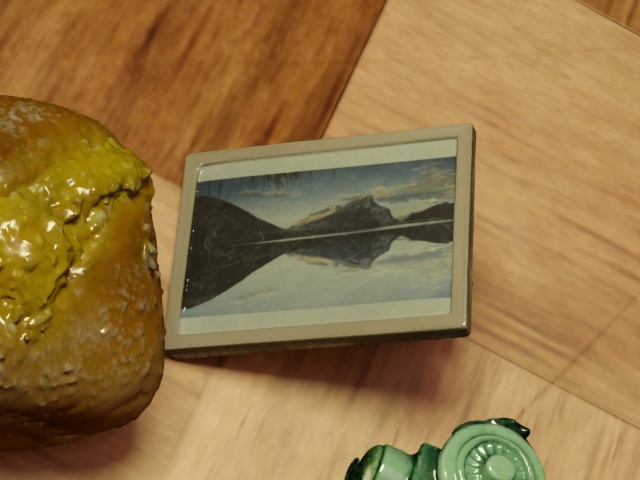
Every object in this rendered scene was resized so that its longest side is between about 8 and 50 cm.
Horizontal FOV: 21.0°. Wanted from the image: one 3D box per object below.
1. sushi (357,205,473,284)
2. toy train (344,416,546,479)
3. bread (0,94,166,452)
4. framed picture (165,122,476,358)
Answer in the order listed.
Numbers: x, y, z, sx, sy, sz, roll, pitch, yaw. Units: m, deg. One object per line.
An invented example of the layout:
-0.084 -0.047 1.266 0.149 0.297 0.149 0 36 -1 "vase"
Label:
0.052 0.020 1.167 0.084 0.098 0.094 -6 85 -20 "sushi"
0.140 0.240 1.058 0.301 0.120 0.202 26 59 -6 "toy train"
-0.214 0.020 1.004 0.246 0.176 0.195 -3 63 -23 "bread"
0.000 0.000 1.118 0.203 0.015 0.150 -5 62 19 "framed picture"
